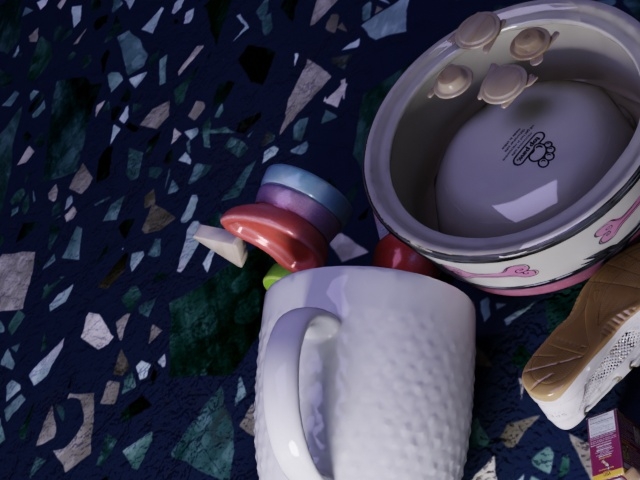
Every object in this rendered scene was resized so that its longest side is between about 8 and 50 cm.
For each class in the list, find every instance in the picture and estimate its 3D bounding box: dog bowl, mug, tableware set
[{"bbox_3d":[0.266,-0.108,1.872,0.408,0.150,0.408,-17,48,20],"label":"dog bowl"},{"bbox_3d":[0.031,0.214,1.787,0.276,0.374,0.328,-6,66,25],"label":"mug"},{"bbox_3d":[0.218,-0.231,1.878,0.168,0.020,0.141,18,66,42],"label":"tableware set"}]

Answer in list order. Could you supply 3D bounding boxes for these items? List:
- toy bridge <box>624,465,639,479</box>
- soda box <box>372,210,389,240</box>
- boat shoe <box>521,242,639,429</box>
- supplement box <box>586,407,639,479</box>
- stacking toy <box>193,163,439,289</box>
[{"bbox_3d":[0.365,0.272,1.637,0.188,0.063,0.026,-49,40,12],"label":"toy bridge"},{"bbox_3d":[0.162,-0.056,2.074,0.183,0.058,0.063,-37,43,25],"label":"soda box"},{"bbox_3d":[0.350,0.109,1.742,0.277,0.096,0.098,-43,35,-16],"label":"boat shoe"},{"bbox_3d":[0.340,0.244,1.690,0.043,0.055,0.083,-25,48,33],"label":"supplement box"},{"bbox_3d":[0.000,0.000,2.045,0.279,0.309,0.130,-3,55,57],"label":"stacking toy"}]
